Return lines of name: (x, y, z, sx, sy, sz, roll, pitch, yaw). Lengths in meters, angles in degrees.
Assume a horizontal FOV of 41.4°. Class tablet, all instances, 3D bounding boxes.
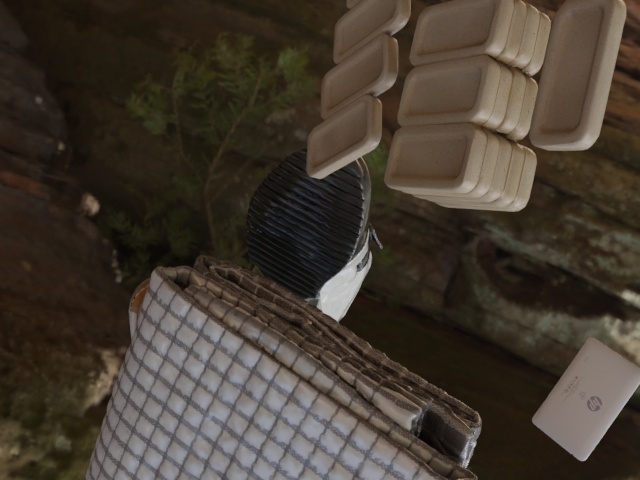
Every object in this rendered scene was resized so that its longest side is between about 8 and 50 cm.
tablet: (0.205, 0.121, 0.652, 0.006, 0.083, 0.054, 27, -172, -45)

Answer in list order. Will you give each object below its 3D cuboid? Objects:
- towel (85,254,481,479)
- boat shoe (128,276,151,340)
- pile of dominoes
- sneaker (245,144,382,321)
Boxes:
towel: (-0.033, 0.173, 0.658, 0.284, 0.235, 0.121, 30, -163, 22)
boat shoe: (-0.129, 0.186, 0.852, 0.113, 0.302, 0.103, -19, -172, -6)
pile of dominoes: (0.081, -0.141, 0.397, 0.040, 0.251, 0.196, 15, 176, -32)
sneaker: (0.000, 0.000, 0.921, 0.122, 0.330, 0.146, 33, -131, 13)
